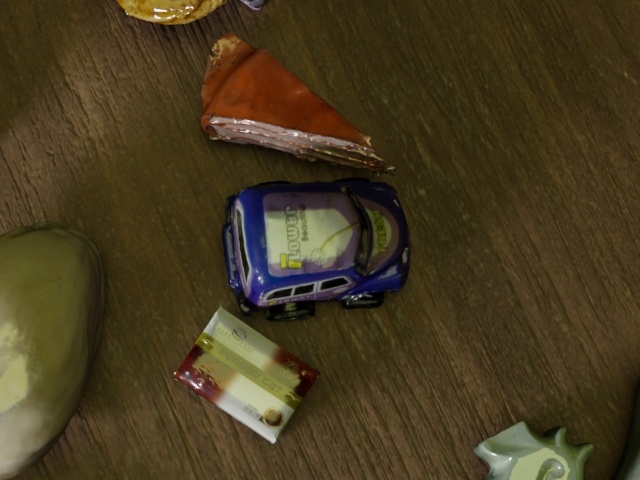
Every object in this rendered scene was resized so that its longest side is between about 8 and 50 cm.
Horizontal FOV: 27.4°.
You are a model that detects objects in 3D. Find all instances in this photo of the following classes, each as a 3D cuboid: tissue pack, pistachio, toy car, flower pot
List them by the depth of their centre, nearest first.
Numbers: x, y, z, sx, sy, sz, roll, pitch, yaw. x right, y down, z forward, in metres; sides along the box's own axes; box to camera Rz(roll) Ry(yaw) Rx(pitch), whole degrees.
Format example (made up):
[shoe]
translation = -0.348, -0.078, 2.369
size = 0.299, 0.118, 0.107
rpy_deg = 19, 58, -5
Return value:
[pistachio]
translation = -0.359, 0.120, 1.550
size = 0.226, 0.208, 0.331
rpy_deg = 36, 57, -41
[flower pot]
translation = 0.370, 0.298, 1.588
size = 0.368, 0.164, 0.254
rpy_deg = -24, 78, -6
[tissue pack]
translation = -0.090, 0.165, 1.606
size = 0.149, 0.099, 0.106
rpy_deg = 33, 80, 1
[toy car]
translation = 0.000, 0.000, 1.610
size = 0.235, 0.158, 0.172
rpy_deg = -7, 81, -7

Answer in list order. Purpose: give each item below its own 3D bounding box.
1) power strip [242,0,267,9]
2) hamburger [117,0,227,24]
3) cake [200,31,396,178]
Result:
[power strip]
translation = -0.049, -0.435, 1.738
size = 0.109, 0.037, 0.279
rpy_deg = 36, 80, 3
[hamburger]
translation = -0.159, -0.429, 1.635
size = 0.314, 0.170, 0.290
rpy_deg = -42, 65, -4
[cake]
translation = -0.036, -0.144, 1.639
size = 0.287, 0.098, 0.135
rpy_deg = 32, 69, 21
